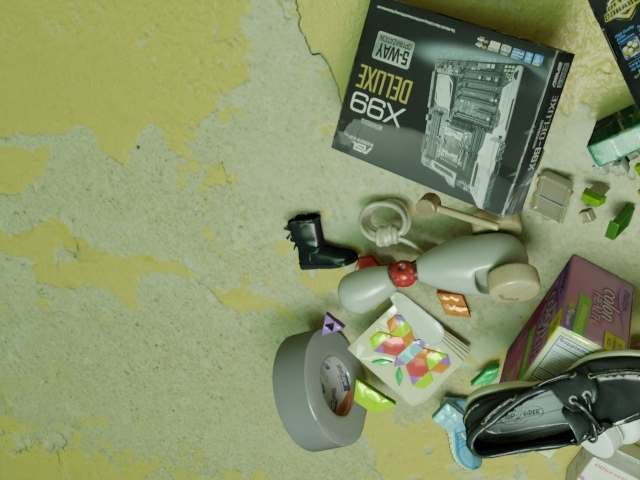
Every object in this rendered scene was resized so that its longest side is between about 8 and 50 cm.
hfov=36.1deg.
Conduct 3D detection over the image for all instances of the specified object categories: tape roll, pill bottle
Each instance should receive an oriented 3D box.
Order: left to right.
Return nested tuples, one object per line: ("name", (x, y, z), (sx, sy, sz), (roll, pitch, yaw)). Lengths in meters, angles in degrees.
("tape roll", (0.002, 0.273, 1.802), (0.072, 0.219, 0.219), (-17, 112, 29))
("pill bottle", (0.501, 0.263, 1.603), (0.108, 0.193, 0.108), (39, 151, 27))

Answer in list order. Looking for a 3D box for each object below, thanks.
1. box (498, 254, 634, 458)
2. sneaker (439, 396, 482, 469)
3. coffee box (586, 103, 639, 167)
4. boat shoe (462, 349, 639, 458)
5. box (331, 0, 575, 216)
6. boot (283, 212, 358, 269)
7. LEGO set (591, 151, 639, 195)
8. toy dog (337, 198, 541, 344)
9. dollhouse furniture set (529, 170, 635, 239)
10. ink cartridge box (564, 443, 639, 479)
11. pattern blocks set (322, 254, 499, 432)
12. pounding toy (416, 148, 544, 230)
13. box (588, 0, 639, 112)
("box", (0.393, 0.188, 1.600), (0.117, 0.213, 0.243), (28, 126, 3))
("sneaker", (0.278, 0.365, 1.847), (0.073, 0.063, 0.162), (-12, 115, 23))
("coffee box", (0.479, -0.176, 1.410), (0.184, 0.113, 0.040), (-25, 105, 33))
("boat shoe", (0.363, 0.254, 1.449), (0.340, 0.113, 0.127), (-13, 114, 27))
("box", (0.184, -0.201, 1.436), (0.307, 0.076, 0.242), (26, 109, 28))
("boot", (0.001, 0.000, 1.748), (0.121, 0.045, 0.099), (-6, 111, 22))
("LEGO set", (0.522, -0.116, 1.421), (0.087, 0.093, 0.227), (47, 157, -26))
("toy dog", (0.213, 0.060, 1.632), (0.333, 0.220, 0.161), (3, 153, 28))
("dollhouse furniture set", (0.415, -0.061, 1.558), (0.151, 0.058, 0.076), (29, 136, 27))
("ink cartridge box", (0.512, 0.415, 1.768), (0.092, 0.090, 0.143), (26, 125, 4))
("pattern blocks set", (0.158, 0.199, 1.767), (0.325, 0.026, 0.285), (27, 111, -3))
("pounding toy", (0.243, -0.109, 1.550), (0.206, 0.094, 0.181), (-29, 104, 33))
("box", (0.534, -0.266, 1.264), (0.295, 0.073, 0.293), (-31, 67, 32))
